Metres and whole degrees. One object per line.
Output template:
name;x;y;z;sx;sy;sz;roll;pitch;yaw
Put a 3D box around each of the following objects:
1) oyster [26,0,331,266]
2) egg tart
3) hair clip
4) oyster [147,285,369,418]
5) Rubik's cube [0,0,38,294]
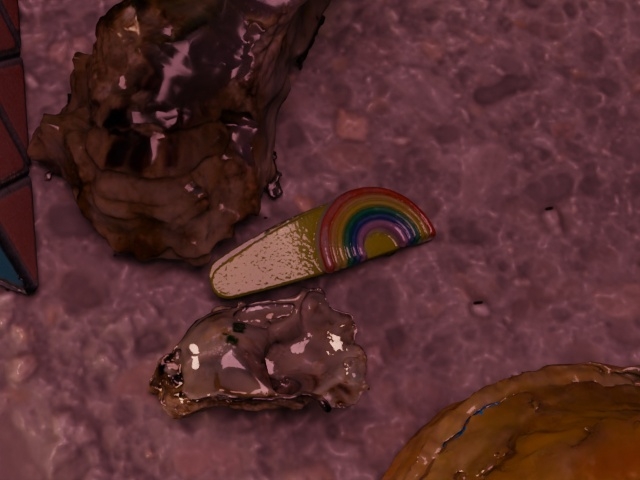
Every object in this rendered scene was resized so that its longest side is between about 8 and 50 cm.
oyster;-0.070;-0.138;1.006;0.198;0.133;0.337;42;78;-7
egg tart;0.219;0.254;0.889;0.388;0.169;0.388;4;66;-9
hair clip;0.000;0.000;1.009;0.188;0.033;0.060;-20;74;-19
oyster;-0.048;0.086;0.969;0.166;0.053;0.108;0;64;-6
Rubik's cube;-0.319;-0.116;0.959;0.228;0.233;0.229;10;109;-42
